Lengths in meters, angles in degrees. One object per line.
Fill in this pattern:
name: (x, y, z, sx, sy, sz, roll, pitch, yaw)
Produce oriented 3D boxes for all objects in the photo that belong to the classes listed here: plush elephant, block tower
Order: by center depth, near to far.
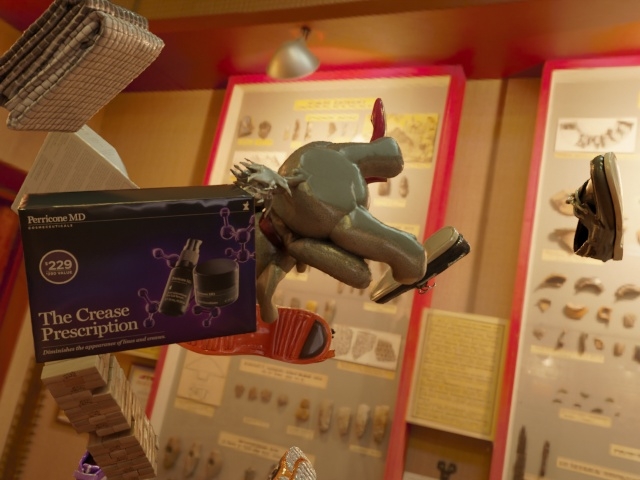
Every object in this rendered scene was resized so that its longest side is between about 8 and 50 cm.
plush elephant: (-0.029, -0.016, 0.955, 0.329, 0.272, 0.255, 5, -32, -31)
block tower: (-0.384, 0.317, 1.065, 0.097, 0.091, 0.336, -12, -53, -5)

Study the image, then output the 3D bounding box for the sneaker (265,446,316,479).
sneaker: (-0.076, 0.484, 1.167, 0.084, 0.083, 0.215, 51, 17, 8)

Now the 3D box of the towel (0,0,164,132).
towel: (-0.465, -0.334, 1.116, 0.121, 0.283, 0.235, 51, 13, -2)

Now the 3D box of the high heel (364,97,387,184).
high heel: (0.125, -0.272, 1.618, 0.117, 0.244, 0.082, -1, -1, 10)

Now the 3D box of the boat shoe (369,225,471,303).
boat shoe: (0.224, 0.070, 1.331, 0.079, 0.254, 0.095, 43, 14, -21)

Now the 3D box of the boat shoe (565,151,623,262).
boat shoe: (0.516, -0.050, 1.107, 0.098, 0.116, 0.319, -2, -28, 27)

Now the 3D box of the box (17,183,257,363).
box: (-0.217, 0.031, 0.726, 0.261, 0.185, 0.103, -6, 13, -21)

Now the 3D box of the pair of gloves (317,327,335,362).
pair of gloves: (-0.001, 0.231, 1.298, 0.074, 0.084, 0.010, -8, 18, -26)

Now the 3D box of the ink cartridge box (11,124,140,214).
ink cartridge box: (-0.602, -0.090, 1.568, 0.385, 0.308, 0.091, 39, 20, 3)

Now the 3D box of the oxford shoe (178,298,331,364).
oxford shoe: (-0.167, 0.156, 1.101, 0.363, 0.130, 0.132, 18, -9, -10)

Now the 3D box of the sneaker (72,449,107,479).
sneaker: (-0.546, 0.572, 1.371, 0.095, 0.237, 0.105, 16, -42, -4)
